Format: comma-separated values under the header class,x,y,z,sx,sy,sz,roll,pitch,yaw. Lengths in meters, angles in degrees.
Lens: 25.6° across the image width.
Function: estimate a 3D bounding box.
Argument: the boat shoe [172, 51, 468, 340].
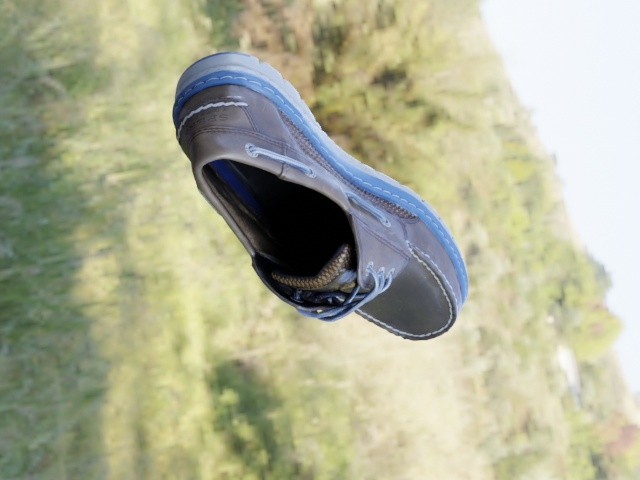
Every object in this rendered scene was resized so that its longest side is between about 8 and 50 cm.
class,x,y,z,sx,sy,sz,roll,pitch,yaw
boat shoe,0.000,0.000,0.618,0.183,0.066,0.066,39,34,-32
